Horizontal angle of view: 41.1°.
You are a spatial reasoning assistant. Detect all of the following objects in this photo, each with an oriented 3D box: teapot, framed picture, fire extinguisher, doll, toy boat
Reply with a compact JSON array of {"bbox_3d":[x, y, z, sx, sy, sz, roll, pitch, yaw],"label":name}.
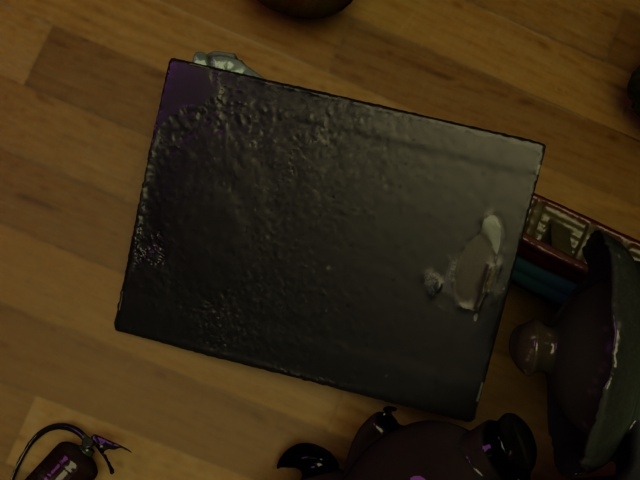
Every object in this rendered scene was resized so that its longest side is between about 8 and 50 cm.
[{"bbox_3d":[0.270,0.130,0.592,0.285,0.223,0.305,9,72,7],"label":"teapot"},{"bbox_3d":[0.000,0.000,0.722,0.324,0.013,0.244,14,98,6],"label":"framed picture"},{"bbox_3d":[-0.238,0.211,0.714,0.078,0.045,0.157,39,80,21],"label":"fire extinguisher"},{"bbox_3d":[0.058,0.227,0.673,0.257,0.117,0.181,-26,66,27],"label":"doll"},{"bbox_3d":[0.266,0.034,0.765,0.392,0.136,0.079,26,116,2],"label":"toy boat"}]

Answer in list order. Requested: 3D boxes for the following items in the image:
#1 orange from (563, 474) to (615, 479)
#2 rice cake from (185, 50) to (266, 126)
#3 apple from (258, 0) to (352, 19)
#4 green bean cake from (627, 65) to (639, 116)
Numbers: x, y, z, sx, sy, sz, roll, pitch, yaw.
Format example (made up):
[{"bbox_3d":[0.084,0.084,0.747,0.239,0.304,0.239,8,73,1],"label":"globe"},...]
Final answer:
[{"bbox_3d":[0.275,0.299,0.629,0.263,0.334,0.196,24,104,-17],"label":"orange"},{"bbox_3d":[-0.032,-0.094,0.768,0.207,0.069,0.063,36,78,-4],"label":"rice cake"},{"bbox_3d":[-0.015,-0.266,0.774,0.126,0.102,0.125,1,82,-8],"label":"apple"},{"bbox_3d":[0.458,-0.123,0.710,0.319,0.335,0.218,36,70,1],"label":"green bean cake"}]
